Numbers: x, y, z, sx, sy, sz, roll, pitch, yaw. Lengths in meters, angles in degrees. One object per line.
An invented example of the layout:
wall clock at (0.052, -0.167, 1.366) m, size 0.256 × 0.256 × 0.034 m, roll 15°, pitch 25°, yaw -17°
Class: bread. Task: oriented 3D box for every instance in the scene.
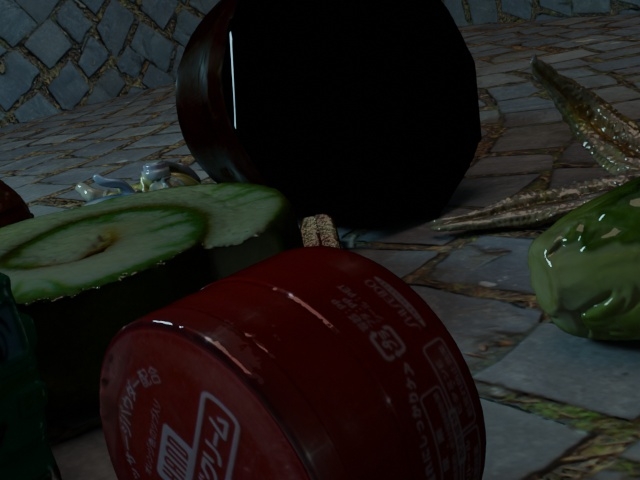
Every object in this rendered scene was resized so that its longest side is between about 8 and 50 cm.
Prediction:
bread at (0.000, 0.000, 1.059) m, size 0.043 × 0.062 × 0.109 m, roll -12°, pitch 14°, yaw 1°
bread at (-0.191, 0.050, 0.903) m, size 0.382 × 0.129 × 0.366 m, roll -5°, pitch 17°, yaw 15°

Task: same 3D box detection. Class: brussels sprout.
brussels sprout at (0.264, 0.009, 0.738) m, size 0.183 × 0.131 × 0.145 m, roll -23°, pitch 16°, yaw -28°

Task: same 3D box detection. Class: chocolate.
chocolate at (-0.032, -0.182, 1.250) m, size 0.384 × 0.383 × 0.331 m, roll -23°, pitch 5°, yaw -35°

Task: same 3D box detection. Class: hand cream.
hand cream at (-0.018, 0.106, 0.509) m, size 0.193 × 0.193 × 0.125 m, roll 6°, pitch 22°, yaw 44°

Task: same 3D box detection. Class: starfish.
starfish at (0.345, -0.081, 0.998) m, size 0.384 × 0.132 × 0.398 m, roll -26°, pitch 35°, yaw -18°

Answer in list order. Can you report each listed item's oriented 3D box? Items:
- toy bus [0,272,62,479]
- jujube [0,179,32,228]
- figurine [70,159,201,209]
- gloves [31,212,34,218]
toy bus at (-0.364, 0.097, 0.689) m, size 0.344 × 0.199 × 0.184 m, roll 5°, pitch 13°, yaw 31°
jujube at (-0.442, 0.024, 1.021) m, size 0.190 × 0.190 × 0.255 m, roll 8°, pitch 42°, yaw 47°
figurine at (-0.246, -0.039, 1.235) m, size 0.184 × 0.128 × 0.209 m, roll -23°, pitch 16°, yaw -40°
gloves at (-0.440, -0.007, 1.210) m, size 0.219 × 0.131 × 0.140 m, roll -33°, pitch -29°, yaw 35°
